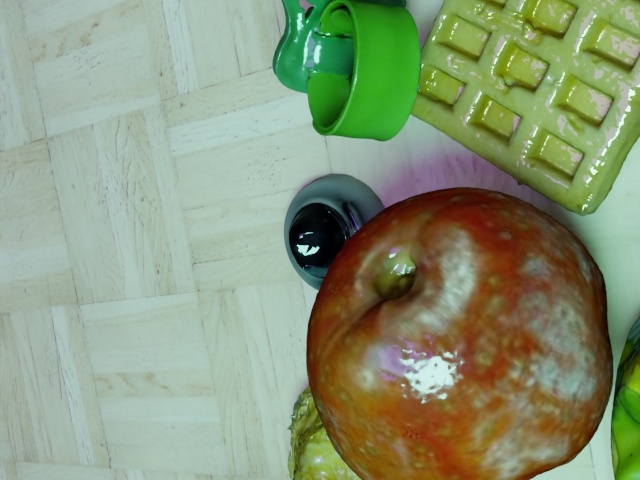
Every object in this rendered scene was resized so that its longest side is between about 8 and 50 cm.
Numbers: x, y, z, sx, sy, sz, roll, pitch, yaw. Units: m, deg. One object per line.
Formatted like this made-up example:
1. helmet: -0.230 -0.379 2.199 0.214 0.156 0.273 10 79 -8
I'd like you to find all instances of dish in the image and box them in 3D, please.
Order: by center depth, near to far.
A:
1. dish: 0.000 0.000 0.989 0.141 0.078 0.141 8 103 35

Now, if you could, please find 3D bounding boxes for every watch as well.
1. watch: 0.031 -0.184 0.868 0.152 0.131 0.165 -124 44 -58

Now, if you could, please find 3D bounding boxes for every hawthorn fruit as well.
1. hawthorn fruit: 0.118 0.089 0.791 0.284 0.284 0.284 8 103 36

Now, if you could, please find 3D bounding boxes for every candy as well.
1. candy: 0.283 0.154 0.742 0.081 0.187 0.297 3 103 22

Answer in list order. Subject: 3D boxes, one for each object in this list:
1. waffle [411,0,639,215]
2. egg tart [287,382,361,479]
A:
1. waffle: 0.207 -0.177 0.813 0.221 0.055 0.247 36 118 27
2. egg tart: 0.068 0.263 0.959 0.294 0.123 0.293 8 103 34
